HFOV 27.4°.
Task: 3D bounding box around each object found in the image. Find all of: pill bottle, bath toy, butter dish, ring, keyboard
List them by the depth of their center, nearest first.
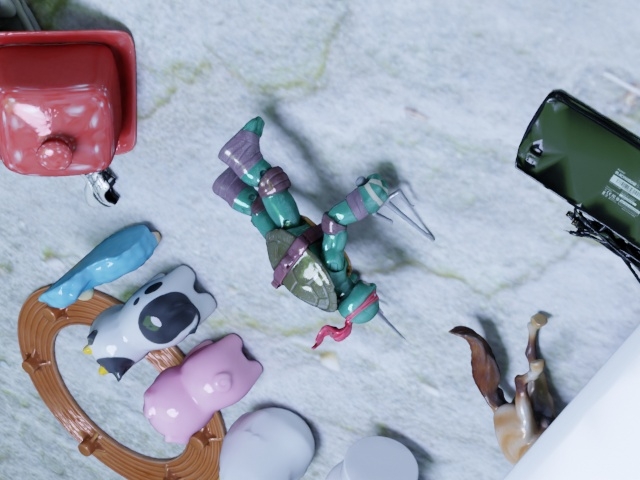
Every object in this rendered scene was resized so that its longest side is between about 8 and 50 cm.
[{"bbox_3d":[0.243,-0.034,1.047,0.192,0.038,0.100,36,116,12],"label":"keyboard"},{"bbox_3d":[-0.258,-0.115,1.278,0.160,0.118,0.160,-2,133,-9],"label":"butter dish"},{"bbox_3d":[0.048,0.301,1.422,0.108,0.108,0.193,30,137,17],"label":"pill bottle"},{"bbox_3d":[-0.154,0.157,1.454,0.348,0.129,0.151,51,139,-9],"label":"bath toy"},{"bbox_3d":[-0.260,0.199,1.652,0.336,0.032,0.336,22,134,25],"label":"ring"}]

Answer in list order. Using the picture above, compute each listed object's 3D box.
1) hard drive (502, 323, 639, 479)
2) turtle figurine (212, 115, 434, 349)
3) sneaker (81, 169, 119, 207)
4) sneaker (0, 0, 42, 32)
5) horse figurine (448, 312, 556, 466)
[{"bbox_3d":[0.322,0.153,0.993,0.233,0.047,0.353,46,121,20],"label":"hard drive"},{"bbox_3d":[0.000,0.000,1.212,0.234,0.118,0.175,45,140,9],"label":"turtle figurine"},{"bbox_3d":[-0.238,-0.072,1.411,0.037,0.032,0.083,7,133,19],"label":"sneaker"},{"bbox_3d":[-0.393,-0.258,1.330,0.169,0.108,0.292,-16,122,44],"label":"sneaker"},{"bbox_3d":[0.214,0.182,1.183,0.263,0.066,0.174,48,148,33],"label":"horse figurine"}]
